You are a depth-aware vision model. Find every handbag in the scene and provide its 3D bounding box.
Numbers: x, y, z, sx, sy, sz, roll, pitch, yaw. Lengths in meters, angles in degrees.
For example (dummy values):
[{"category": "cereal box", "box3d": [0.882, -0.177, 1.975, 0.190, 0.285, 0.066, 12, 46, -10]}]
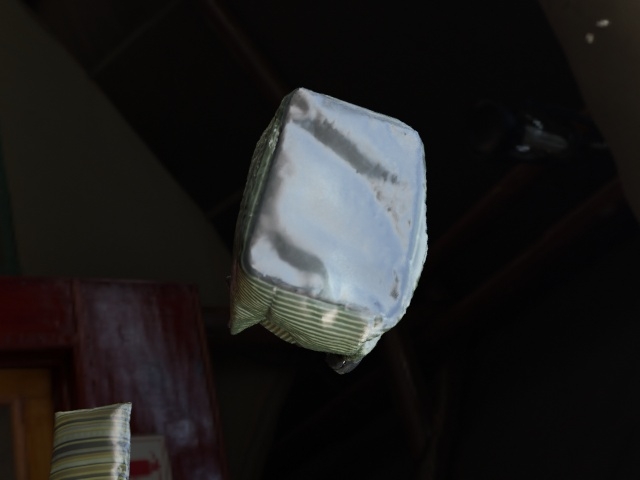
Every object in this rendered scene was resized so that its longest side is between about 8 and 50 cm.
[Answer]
[{"category": "handbag", "box3d": [0.000, 0.000, 1.266, 0.240, 0.247, 0.340, 123, -19, -56]}]

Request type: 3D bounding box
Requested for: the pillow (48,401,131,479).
[{"category": "pillow", "box3d": [-0.311, 0.303, 1.295, 0.203, 0.113, 0.038, -101, -174, -50]}]
